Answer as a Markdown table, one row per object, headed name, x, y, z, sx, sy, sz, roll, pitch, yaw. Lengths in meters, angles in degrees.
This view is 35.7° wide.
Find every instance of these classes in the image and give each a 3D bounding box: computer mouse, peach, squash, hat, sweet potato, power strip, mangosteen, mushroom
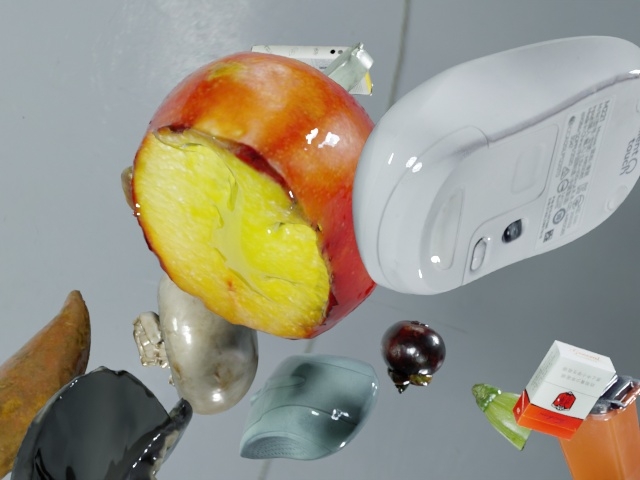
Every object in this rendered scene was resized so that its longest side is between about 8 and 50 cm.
| name | x | y | z | sx | sy | sz | roll | pitch | yaw |
| --- | --- | --- | --- | --- | --- | --- | --- | --- | --- |
| computer mouse | -0.045 | 0.282 | 1.727 | 0.122 | 0.371 | 0.188 | 40 | 58 | -16 |
| peach | -0.054 | -0.038 | 0.969 | 0.281 | 0.338 | 0.281 | 0 | 89 | 13 |
| squash | 0.335 | 0.312 | 1.837 | 0.132 | 0.105 | 0.105 | 28 | 88 | 10 |
| computer mouse | 0.139 | -0.065 | 0.798 | 0.297 | 0.121 | 0.184 | -27 | 134 | -28 |
| hat | -0.188 | 0.298 | 0.870 | 0.257 | 0.366 | 0.382 | -33 | 144 | 16 |
| sweet potato | -0.317 | 0.186 | 0.882 | 0.354 | 0.106 | 0.095 | -44 | 150 | -23 |
| power strip | -0.015 | -0.222 | 1.577 | 0.048 | 0.286 | 0.080 | 40 | 45 | -15 |
| mangosteen | 0.168 | 0.218 | 1.853 | 0.140 | 0.140 | 0.140 | -2 | 97 | -16 |
| mushroom | -0.179 | 0.140 | 1.428 | 0.178 | 0.226 | 0.226 | -18 | 102 | 1 |

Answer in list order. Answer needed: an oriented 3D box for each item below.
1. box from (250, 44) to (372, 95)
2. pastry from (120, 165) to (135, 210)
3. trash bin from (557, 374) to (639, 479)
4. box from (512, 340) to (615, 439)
| name | x | y | z | sx | sy | sz | roll | pitch | yaw |
| --- | --- | --- | --- | --- | --- | --- | --- | --- | --- |
| box | -0.028 | -0.334 | 1.944 | 0.247 | 0.129 | 0.033 | 4 | 66 | 12 |
| pastry | -0.267 | -0.085 | 1.895 | 0.100 | 0.229 | 0.218 | -63 | 154 | -28 |
| trash bin | 0.579 | 0.399 | 2.015 | 0.161 | 0.184 | 0.238 | -26 | 101 | -45 |
| box | 0.386 | 0.240 | 1.583 | 0.100 | 0.048 | 0.152 | 19 | 120 | -10 |
